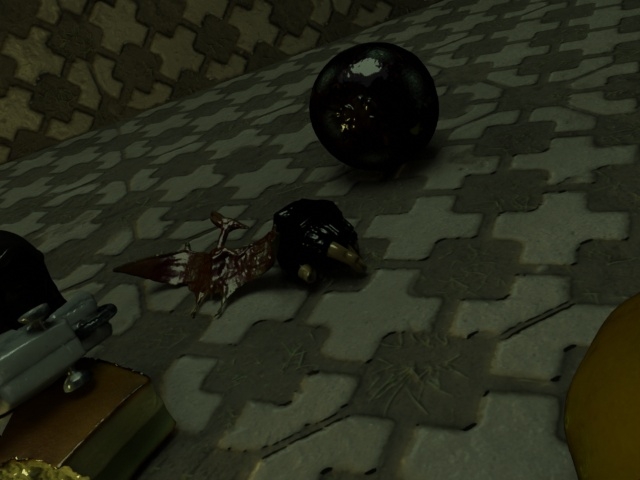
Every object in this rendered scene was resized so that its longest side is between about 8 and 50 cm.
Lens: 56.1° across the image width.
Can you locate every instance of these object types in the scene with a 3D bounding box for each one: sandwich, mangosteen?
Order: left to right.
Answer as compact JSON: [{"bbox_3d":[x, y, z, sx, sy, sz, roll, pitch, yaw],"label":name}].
[{"bbox_3d":[-0.332,0.248,0.775,0.220,0.108,0.186,4,35,35],"label":"sandwich"},{"bbox_3d":[0.118,-0.286,1.292,0.288,0.287,0.288,-14,29,8],"label":"mangosteen"}]

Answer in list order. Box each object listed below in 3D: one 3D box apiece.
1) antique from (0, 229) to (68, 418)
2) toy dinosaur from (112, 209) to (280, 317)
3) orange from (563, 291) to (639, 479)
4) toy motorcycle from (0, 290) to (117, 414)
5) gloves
[{"bbox_3d":[-0.523,0.112,0.977,0.185,0.255,0.322,-23,31,-13],"label":"antique"},{"bbox_3d":[-0.190,0.030,1.033,0.327,0.113,0.206,20,77,43],"label":"toy dinosaur"},{"bbox_3d":[0.330,0.147,0.450,0.279,0.235,0.279,-16,35,12],"label":"orange"},{"bbox_3d":[-0.389,0.156,0.764,0.171,0.110,0.260,-11,21,44],"label":"toy motorcycle"},{"bbox_3d":[0.000,0.000,1.026,0.203,0.124,0.164,9,56,54],"label":"gloves"}]
